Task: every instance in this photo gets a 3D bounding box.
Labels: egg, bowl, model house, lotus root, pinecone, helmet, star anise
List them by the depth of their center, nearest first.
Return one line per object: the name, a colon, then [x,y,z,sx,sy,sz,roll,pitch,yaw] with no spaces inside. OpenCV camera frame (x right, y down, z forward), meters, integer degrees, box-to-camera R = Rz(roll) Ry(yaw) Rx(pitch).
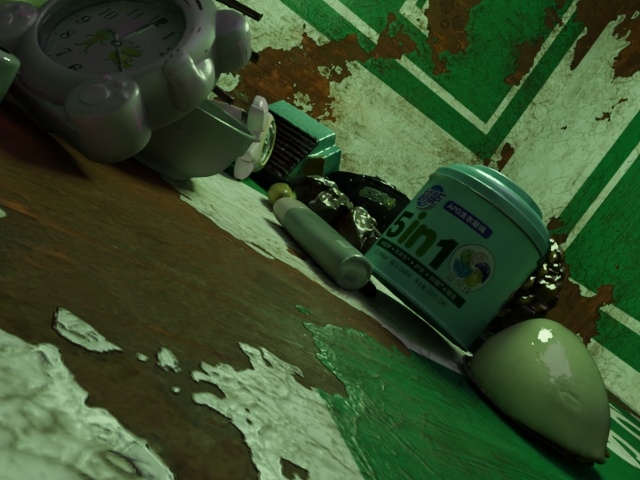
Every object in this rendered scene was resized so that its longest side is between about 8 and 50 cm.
egg: [0.409,0.247,1.039,0.264,0.174,0.286,28,14,-15]
bowl: [-0.276,-0.210,1.059,0.287,0.143,0.287,34,9,-6]
star anise: [0.055,-0.049,1.411,0.331,0.117,0.332,48,5,-6]
lotus root: [-0.094,-0.103,1.413,0.073,0.062,0.150,55,5,-17]
helmet: [0.121,-0.064,1.625,0.279,0.160,0.230,22,-23,-1]
pinecone: [0.499,0.106,1.652,0.384,0.384,0.384,33,9,-6]
model house: [-0.121,-0.234,1.701,0.280,0.230,0.249,36,50,29]

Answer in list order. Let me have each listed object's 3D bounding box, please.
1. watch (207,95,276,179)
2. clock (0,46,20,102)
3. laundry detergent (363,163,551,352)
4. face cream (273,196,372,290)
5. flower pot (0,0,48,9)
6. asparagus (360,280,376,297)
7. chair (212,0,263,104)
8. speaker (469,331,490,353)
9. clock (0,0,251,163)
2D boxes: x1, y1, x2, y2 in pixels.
watch: [-0.240,-0.273,1.501,0.218,0.210,0.248,17,1,6]
clock: [-0.500,-0.250,0.653,0.227,0.090,0.248,38,11,25]
laundry detergent: [0.281,0.018,1.185,0.287,0.305,0.287,40,-2,1]
face cream: [0.000,0.000,1.175,0.107,0.073,0.269,34,7,-42]
flower pot: [-0.611,-0.469,1.153,0.212,0.212,0.202,37,24,13]
asparagus: [0.088,0.083,1.193,0.036,0.030,0.165,46,4,-20]
chair: [-0.284,-0.417,1.112,0.326,0.175,0.183,31,-4,1]
speaker: [0.296,0.187,1.350,0.218,0.044,0.082,36,9,12]
clock: [-0.286,-0.279,0.853,0.295,0.322,0.113,37,-29,19]
